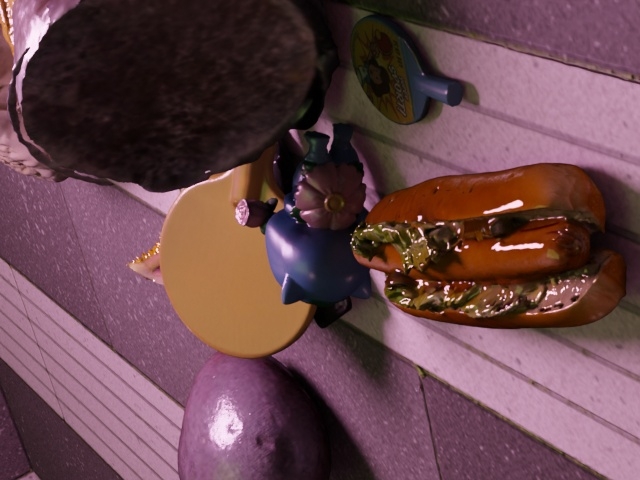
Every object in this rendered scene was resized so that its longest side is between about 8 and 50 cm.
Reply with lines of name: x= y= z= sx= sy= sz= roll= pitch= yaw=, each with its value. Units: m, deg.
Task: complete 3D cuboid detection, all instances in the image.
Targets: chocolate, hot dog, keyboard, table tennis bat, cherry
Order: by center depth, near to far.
hot dog: x=0.119 y=0.013 z=1.121 sx=0.337 sy=0.100 sz=0.135 roll=-3 pitch=112 yaw=63
table tennis bat: x=0.071 y=-0.142 z=1.164 sx=0.155 sy=0.019 sz=0.100 roll=32 pitch=140 yaw=52
chocolate: x=-0.153 y=-0.215 z=1.255 sx=0.303 sy=0.303 sz=0.213 roll=103 pitch=155 yaw=-54
table tennis bat: x=-0.080 y=-0.023 z=1.418 sx=0.198 sy=0.050 sz=0.321 roll=21 pitch=115 yaw=25
keyboard: x=-0.011 y=0.006 z=1.439 sx=0.381 sy=0.041 sz=0.103 roll=61 pitch=155 yaw=6
cherry: x=-0.083 y=0.258 z=1.657 sx=0.213 sy=0.183 sz=0.266 roll=-29 pitch=75 yaw=51

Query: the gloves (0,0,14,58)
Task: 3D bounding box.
gloves: x=-0.264 y=-0.206 z=1.544 sx=0.356 sy=0.155 sz=0.203 roll=47 pitch=-178 yaw=-14

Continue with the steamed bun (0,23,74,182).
steamed bun: x=-0.419 y=-0.245 z=1.805 sx=0.324 sy=0.219 sz=0.310 roll=40 pitch=172 yaw=-6

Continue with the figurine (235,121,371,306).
figurine: x=-0.006 y=-0.028 z=1.316 sx=0.144 sy=0.114 sz=0.178 roll=28 pitch=120 yaw=45

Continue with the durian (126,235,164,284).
durian: x=-0.103 y=0.040 z=1.547 sx=0.182 sy=0.132 sz=0.165 roll=-10 pitch=123 yaw=44
